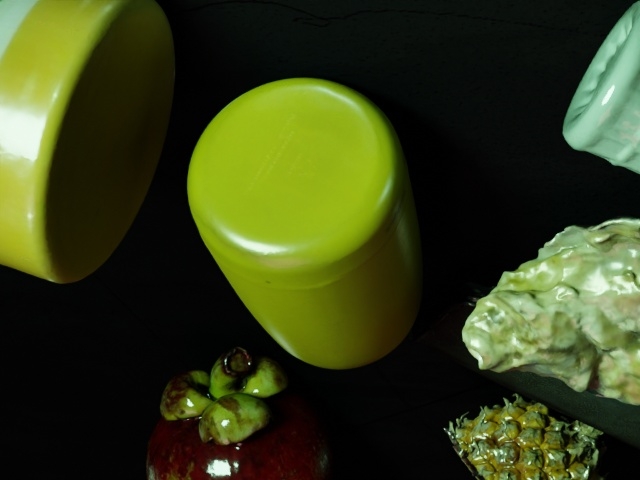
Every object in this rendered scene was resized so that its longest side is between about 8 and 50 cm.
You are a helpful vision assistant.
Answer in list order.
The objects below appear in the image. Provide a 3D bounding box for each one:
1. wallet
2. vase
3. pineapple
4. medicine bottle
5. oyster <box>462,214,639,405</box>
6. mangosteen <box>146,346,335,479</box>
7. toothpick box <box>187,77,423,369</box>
[{"bbox_3d":[0.249,0.130,1.782,0.318,0.045,0.172,25,157,-8],"label":"wallet"},{"bbox_3d":[0.317,-0.046,1.269,0.299,0.143,0.143,29,155,-5],"label":"vase"},{"bbox_3d":[0.232,0.220,1.894,0.176,0.137,0.161,55,-175,31],"label":"pineapple"},{"bbox_3d":[-0.265,-0.110,1.507,0.232,0.238,0.238,18,155,14],"label":"medicine bottle"},{"bbox_3d":[0.290,0.067,1.528,0.351,0.114,0.238,-1,150,12],"label":"oyster"},{"bbox_3d":[-0.091,0.225,2.096,0.215,0.215,0.257,14,135,18],"label":"mangosteen"},{"bbox_3d":[0.000,0.000,1.585,0.175,0.175,0.271,14,157,18],"label":"toothpick box"}]
